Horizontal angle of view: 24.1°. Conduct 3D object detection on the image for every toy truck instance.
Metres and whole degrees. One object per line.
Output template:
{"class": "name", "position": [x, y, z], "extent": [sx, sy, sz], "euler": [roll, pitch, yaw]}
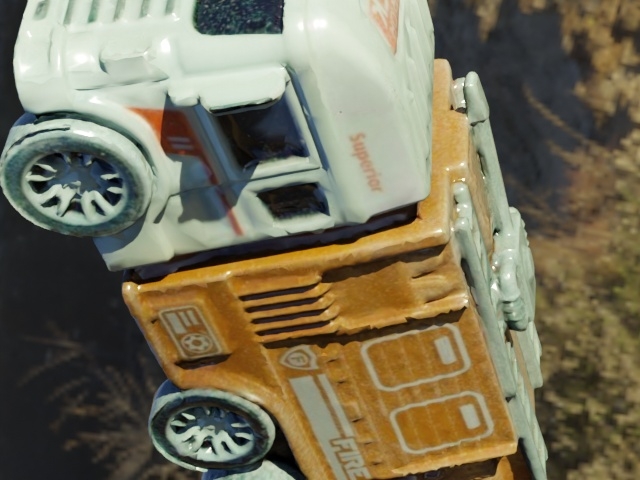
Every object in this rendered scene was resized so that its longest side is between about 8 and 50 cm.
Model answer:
{"class": "toy truck", "position": [0.000, 0.000, 0.613], "extent": [0.136, 0.162, 0.305], "euler": [-85, -20, -44]}
